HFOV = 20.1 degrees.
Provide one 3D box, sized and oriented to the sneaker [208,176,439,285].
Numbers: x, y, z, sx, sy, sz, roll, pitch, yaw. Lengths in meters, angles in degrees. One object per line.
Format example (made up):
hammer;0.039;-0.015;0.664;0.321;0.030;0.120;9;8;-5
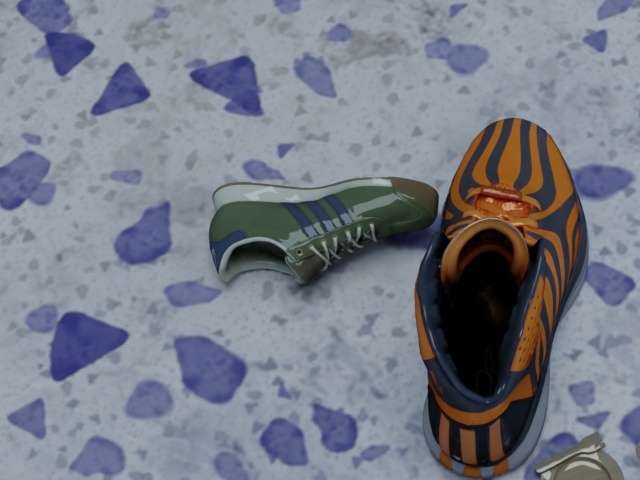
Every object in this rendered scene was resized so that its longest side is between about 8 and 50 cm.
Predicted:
sneaker;0.000;0.000;1.480;0.192;0.064;0.086;-1;58;13

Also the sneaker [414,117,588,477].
sneaker;0.143;0.007;1.386;0.124;0.180;0.321;3;57;8

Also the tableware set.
tableware set;0.241;0.211;1.337;0.141;0.020;0.169;-11;57;0
